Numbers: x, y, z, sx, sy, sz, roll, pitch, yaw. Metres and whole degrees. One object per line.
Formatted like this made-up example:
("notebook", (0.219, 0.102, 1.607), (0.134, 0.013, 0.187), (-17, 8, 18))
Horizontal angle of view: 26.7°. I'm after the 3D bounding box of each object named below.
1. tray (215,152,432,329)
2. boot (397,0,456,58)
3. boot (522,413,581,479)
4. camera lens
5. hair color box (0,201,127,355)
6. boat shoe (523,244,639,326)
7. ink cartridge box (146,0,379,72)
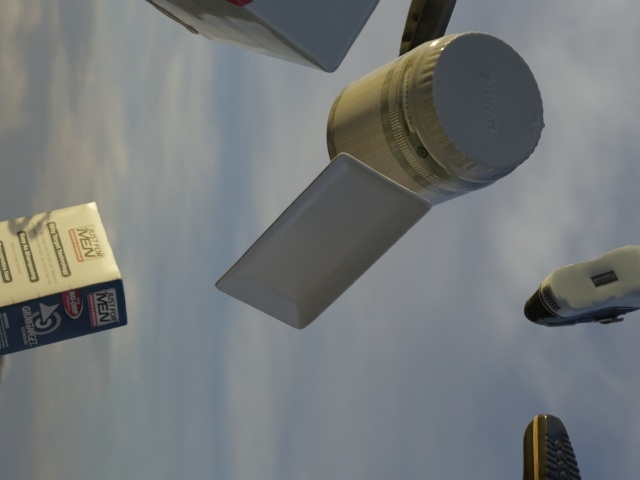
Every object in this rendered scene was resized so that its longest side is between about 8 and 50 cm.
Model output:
("tray", (0.000, 0.000, 1.686), (0.270, 0.145, 0.030), (-45, -149, 31))
("boot", (0.195, -0.336, 2.325), (0.190, 0.076, 0.208), (22, -98, 45))
("boot", (0.162, 0.261, 1.214), (0.137, 0.077, 0.197), (-13, -115, 34))
("camera lens", (0.156, -0.163, 1.933), (0.274, 0.219, 0.219), (-20, -109, 56))
("hair color box", (-0.462, 0.070, 1.895), (0.105, 0.347, 0.174), (91, -20, -45))
("boat shoe", (0.472, 0.090, 2.260), (0.105, 0.306, 0.113), (-47, -116, 50))
("ink cartridge box", (-0.128, -0.351, 1.568), (0.160, 0.279, 0.385), (-59, -150, -3))
